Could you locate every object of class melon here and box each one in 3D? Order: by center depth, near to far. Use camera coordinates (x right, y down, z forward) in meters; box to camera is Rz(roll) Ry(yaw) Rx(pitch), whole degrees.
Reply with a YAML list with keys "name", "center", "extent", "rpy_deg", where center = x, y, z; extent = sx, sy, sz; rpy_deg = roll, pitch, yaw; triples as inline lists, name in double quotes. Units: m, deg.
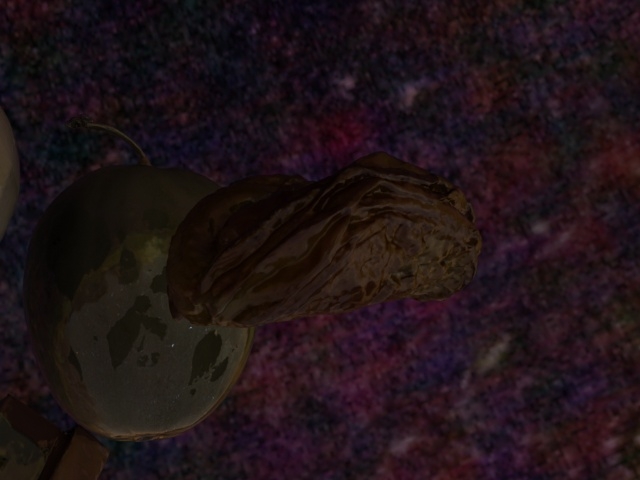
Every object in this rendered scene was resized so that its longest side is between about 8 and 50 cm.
- name: "melon"
  center: [-0.190, 0.058, 1.257]
  extent: [0.272, 0.272, 0.308]
  rpy_deg: [27, 83, -51]

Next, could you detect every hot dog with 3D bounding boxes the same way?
- name: "hot dog"
  center: [0.001, -0.003, 0.845]
  extent: [0.175, 0.114, 0.259]
  rpy_deg: [-2, 180, 38]

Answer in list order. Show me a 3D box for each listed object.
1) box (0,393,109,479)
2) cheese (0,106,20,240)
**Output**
- name: "box"
  center: [-0.273, 0.234, 0.820]
  extent: [0.086, 0.215, 0.215]
  rpy_deg: [40, 137, -19]
- name: "cheese"
  center: [-0.359, -0.054, 1.091]
  extent: [0.154, 0.198, 0.189]
  rpy_deg: [9, 131, -13]
